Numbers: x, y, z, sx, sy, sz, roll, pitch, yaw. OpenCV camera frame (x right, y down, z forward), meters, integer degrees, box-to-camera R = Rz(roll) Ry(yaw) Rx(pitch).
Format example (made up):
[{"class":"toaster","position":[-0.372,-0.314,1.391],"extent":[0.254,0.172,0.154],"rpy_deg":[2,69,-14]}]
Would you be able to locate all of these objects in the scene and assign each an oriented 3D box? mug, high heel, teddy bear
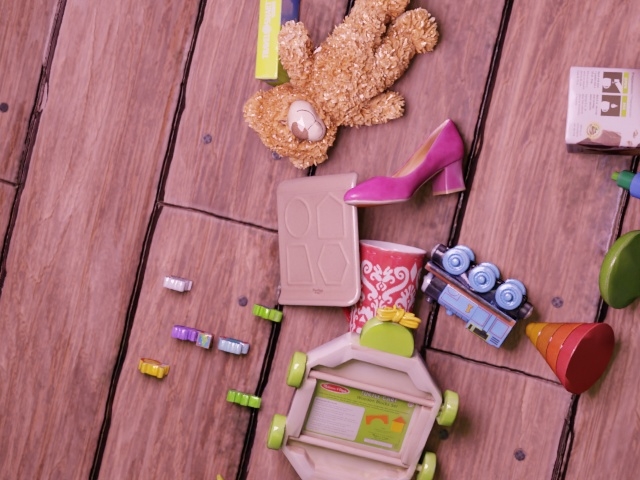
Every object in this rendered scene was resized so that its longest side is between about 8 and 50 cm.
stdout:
[{"class":"mug","position":[0.094,0.089,1.934],"extent":[0.113,0.150,0.169],"rpy_deg":[6,96,-24]},{"class":"high heel","position":[0.128,-0.119,1.866],"extent":[0.244,0.082,0.117],"rpy_deg":[-11,94,-31]},{"class":"teddy bear","position":[0.040,-0.260,1.890],"extent":[0.338,0.245,0.113],"rpy_deg":[-32,42,-8]}]

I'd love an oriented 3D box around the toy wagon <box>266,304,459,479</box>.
[{"class":"toy wagon","position":[0.076,0.243,1.873],"extent":[0.267,0.068,0.344],"rpy_deg":[15,113,-6]}]

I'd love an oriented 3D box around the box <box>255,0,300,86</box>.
[{"class":"box","position":[-0.067,-0.343,1.956],"extent":[0.042,0.109,0.178],"rpy_deg":[4,90,14]}]

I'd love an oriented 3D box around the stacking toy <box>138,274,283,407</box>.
[{"class":"stacking toy","position":[-0.181,0.166,2.007],"extent":[0.221,0.052,0.167],"rpy_deg":[16,94,10]}]

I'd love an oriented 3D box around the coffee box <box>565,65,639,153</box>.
[{"class":"coffee box","position":[0.518,-0.186,1.799],"extent":[0.297,0.168,0.119],"rpy_deg":[4,90,13]}]

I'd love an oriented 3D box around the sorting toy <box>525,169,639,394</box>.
[{"class":"sorting toy","position":[0.422,0.048,1.868],"extent":[0.126,0.127,0.366],"rpy_deg":[27,92,41]}]

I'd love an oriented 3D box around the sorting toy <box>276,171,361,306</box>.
[{"class":"sorting toy","position":[0.000,0.000,1.933],"extent":[0.193,0.038,0.208],"rpy_deg":[-2,86,50]}]

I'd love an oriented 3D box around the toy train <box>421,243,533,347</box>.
[{"class":"toy train","position":[0.241,0.083,1.902],"extent":[0.184,0.080,0.105],"rpy_deg":[34,102,10]}]

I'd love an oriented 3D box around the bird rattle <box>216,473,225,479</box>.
[{"class":"bird rattle","position":[-0.167,0.504,1.929],"extent":[0.143,0.207,0.254],"rpy_deg":[5,81,30]}]
